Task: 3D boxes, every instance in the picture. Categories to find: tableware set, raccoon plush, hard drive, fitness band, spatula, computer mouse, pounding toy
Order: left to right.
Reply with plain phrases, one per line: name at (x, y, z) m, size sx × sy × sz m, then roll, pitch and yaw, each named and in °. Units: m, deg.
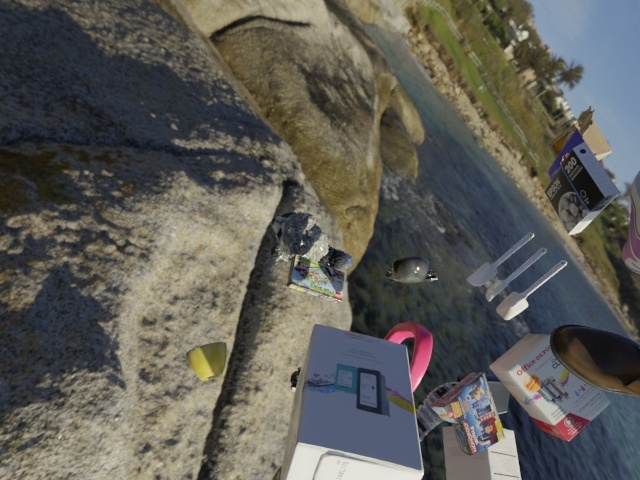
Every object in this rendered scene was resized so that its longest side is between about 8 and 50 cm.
raccoon plush at (0.000, 0.000, 1.653) m, size 0.445 × 0.299 × 0.216 m, roll 10°, pitch 87°, yaw -24°
fitness band at (0.209, 0.321, 1.116) m, size 0.054 × 0.291 × 0.209 m, roll 30°, pitch 75°, yaw -2°
computer mouse at (0.311, 0.118, 1.426) m, size 0.272 × 0.188 × 0.072 m, roll 55°, pitch 35°, yaw -71°
hard drive at (0.695, 0.662, 1.781) m, size 0.254 × 0.172 × 0.054 m, roll 7°, pitch 2°, yaw -16°
spatula at (0.579, 0.099, 1.224) m, size 0.168 × 0.242 × 0.019 m, roll 52°, pitch 3°, yaw 32°
pounding toy at (0.860, -0.262, 1.398) m, size 0.094 × 0.181 × 0.206 m, roll -16°, pitch 75°, yaw -14°
tableware set at (0.738, -0.303, 1.197) m, size 0.020 × 0.169 × 0.141 m, roll 20°, pitch 44°, yaw 11°

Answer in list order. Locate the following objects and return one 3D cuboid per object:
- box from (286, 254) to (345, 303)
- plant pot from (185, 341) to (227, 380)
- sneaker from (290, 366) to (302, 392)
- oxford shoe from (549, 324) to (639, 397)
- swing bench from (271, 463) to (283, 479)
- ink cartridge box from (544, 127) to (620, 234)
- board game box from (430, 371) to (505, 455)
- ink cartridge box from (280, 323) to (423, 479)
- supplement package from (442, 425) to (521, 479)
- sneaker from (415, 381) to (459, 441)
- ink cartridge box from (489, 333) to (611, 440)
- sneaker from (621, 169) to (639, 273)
box at (-0.013, 0.136, 1.458) m, size 0.206 × 0.036 × 0.114 m, roll 22°, pitch 60°, yaw -25°
plant pot at (-0.365, 0.403, 1.372) m, size 0.134 × 0.134 × 0.095 m, roll 11°, pitch 52°, yaw -51°
sneaker at (-0.024, 0.614, 1.689) m, size 0.448 × 0.257 × 0.169 m, roll 74°, pitch 35°, yaw -63°
oxford shoe at (0.418, 0.164, 0.531) m, size 0.227 × 0.083 × 0.096 m, roll 22°, pitch -18°, yaw 19°
swing bench at (-0.015, 0.758, 1.266) m, size 0.254 × 0.253 × 0.165 m, roll -5°, pitch 74°, yaw -27°
ink cartridge box at (0.671, -0.152, 1.109) m, size 0.206 × 0.045 × 0.209 m, roll 75°, pitch 1°, yaw -64°
board game box at (0.422, 0.506, 1.214) m, size 0.194 × 0.060 × 0.194 m, roll -7°, pitch 76°, yaw -27°
ink cartridge box at (0.047, 0.331, 0.757) m, size 0.197 × 0.198 × 0.270 m, roll 14°, pitch 29°, yaw -2°
supplement package at (0.539, 0.781, 1.382) m, size 0.175 × 0.177 × 0.293 m, roll 25°, pitch 54°, yaw -29°
sneaker at (0.414, 0.619, 1.514) m, size 0.110 × 0.292 × 0.118 m, roll 54°, pitch -7°, yaw 30°
ink cartridge box at (0.494, 0.312, 0.917) m, size 0.176 × 0.128 × 0.127 m, roll 50°, pitch -5°, yaw 13°
sneaker at (0.764, -0.046, 0.980) m, size 0.282 × 0.102 × 0.161 m, roll -53°, pitch 147°, yaw -30°
